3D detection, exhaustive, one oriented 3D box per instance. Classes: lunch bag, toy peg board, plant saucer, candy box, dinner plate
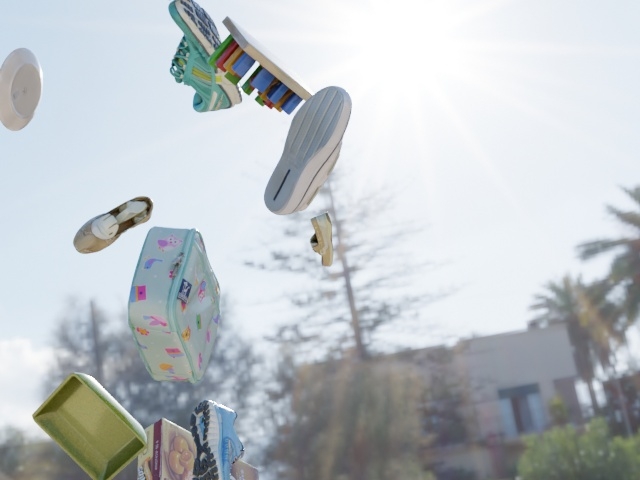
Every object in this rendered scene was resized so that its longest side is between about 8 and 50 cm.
[{"bbox_3d":[-0.260,0.113,2.039,0.108,0.224,0.279,6,-38,11],"label":"lunch bag"},{"bbox_3d":[-0.098,-0.260,1.775,0.161,0.160,0.079,36,-79,-30],"label":"toy peg board"},{"bbox_3d":[-0.412,0.335,2.026,0.188,0.188,0.045,-43,3,39],"label":"plant saucer"},{"bbox_3d":[-0.275,0.557,2.551,0.088,0.182,0.316,-35,-51,26],"label":"candy box"},{"bbox_3d":[-0.500,-0.252,1.869,0.017,0.141,0.141,11,-10,17],"label":"dinner plate"}]

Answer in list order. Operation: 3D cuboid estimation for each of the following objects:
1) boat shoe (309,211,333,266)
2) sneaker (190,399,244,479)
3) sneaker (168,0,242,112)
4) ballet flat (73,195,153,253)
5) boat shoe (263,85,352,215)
[{"bbox_3d":[0.000,0.000,2.286,0.045,0.050,0.135,-10,-52,-8],"label":"boat shoe"},{"bbox_3d":[-0.130,0.297,1.515,0.073,0.162,0.063,15,-32,-35],"label":"sneaker"},{"bbox_3d":[-0.223,-0.325,2.021,0.110,0.107,0.275,-18,-37,3],"label":"sneaker"},{"bbox_3d":[-0.428,-0.041,2.318,0.206,0.073,0.067,-39,-4,-42],"label":"ballet flat"},{"bbox_3d":[-0.010,-0.137,1.683,0.076,0.083,0.226,-4,-44,-50],"label":"boat shoe"}]
